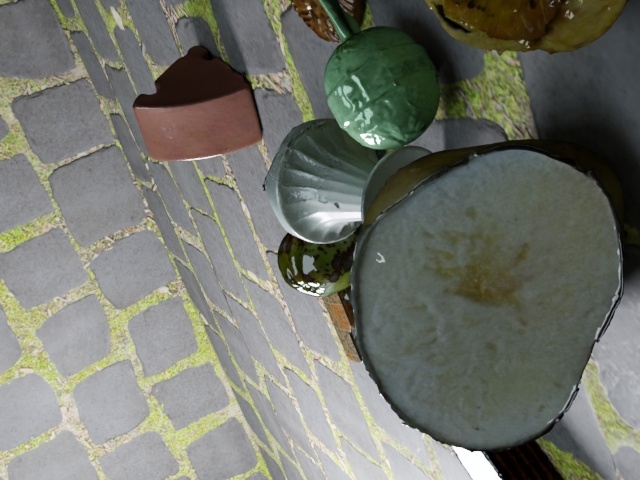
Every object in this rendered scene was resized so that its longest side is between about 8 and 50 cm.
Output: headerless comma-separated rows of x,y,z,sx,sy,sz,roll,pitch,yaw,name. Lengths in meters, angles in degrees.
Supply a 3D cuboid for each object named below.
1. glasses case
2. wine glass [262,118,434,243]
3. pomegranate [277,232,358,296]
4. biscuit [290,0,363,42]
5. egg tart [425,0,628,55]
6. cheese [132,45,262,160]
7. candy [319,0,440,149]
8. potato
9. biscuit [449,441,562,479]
0.035,0.098,1.467,0.075,0.049,0.218,15,131,65,glasses case
0.046,-0.063,1.060,0.196,0.165,0.165,18,134,58,wine glass
-0.008,0.006,1.332,0.138,0.125,0.163,-21,95,59,pomegranate
-0.010,-0.320,1.034,0.188,0.027,0.188,50,157,30,biscuit
0.131,-0.269,0.609,0.290,0.115,0.290,54,161,27,egg tart
-0.229,-0.225,1.501,0.203,0.177,0.128,43,154,43,cheese
-0.014,-0.292,0.939,0.440,0.119,0.119,59,161,6,candy
0.153,0.022,0.840,0.196,0.246,0.299,-73,-4,-64,potato
0.269,0.334,1.156,0.388,0.073,0.107,56,159,19,biscuit
